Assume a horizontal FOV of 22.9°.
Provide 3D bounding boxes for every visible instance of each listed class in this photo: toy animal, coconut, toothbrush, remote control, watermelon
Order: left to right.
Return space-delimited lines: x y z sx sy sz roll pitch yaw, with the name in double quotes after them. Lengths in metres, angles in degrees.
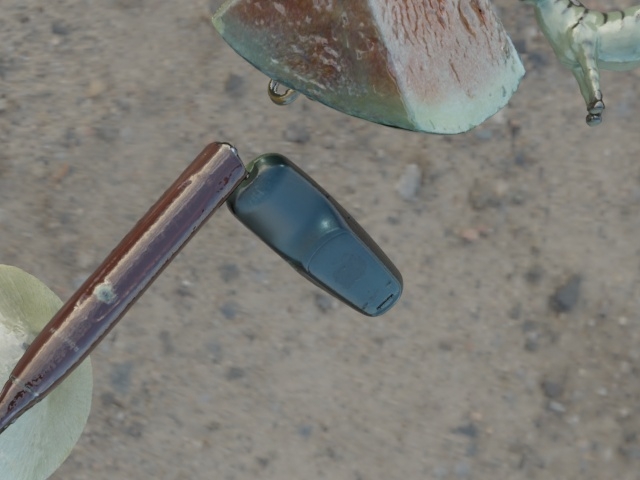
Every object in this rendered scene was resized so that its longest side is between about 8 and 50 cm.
-0.347 0.136 1.505 0.245 0.247 0.245 22 57 -39 "coconut"
-0.181 0.065 1.169 0.364 0.041 0.041 -49 116 -16 "toothbrush"
0.000 0.000 1.432 0.072 0.042 0.222 -44 127 7 "remote control"
0.056 -0.210 1.337 0.262 0.201 0.213 31 41 9 "watermelon"
0.289 -0.206 1.577 0.217 0.073 0.176 -5 76 -19 "toy animal"

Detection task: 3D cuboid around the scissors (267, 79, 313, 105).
-0.008 -0.257 1.884 0.017 0.088 0.220 47 46 -48 "scissors"
